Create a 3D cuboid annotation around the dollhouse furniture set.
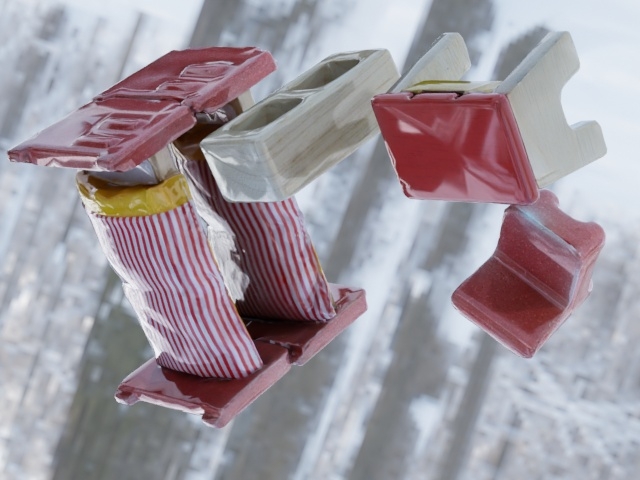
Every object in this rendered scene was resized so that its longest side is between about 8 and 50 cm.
[{"bbox_3d":[0.000,0.000,1.203,0.152,0.201,0.374,-37,-154,-32],"label":"dollhouse furniture set"}]
